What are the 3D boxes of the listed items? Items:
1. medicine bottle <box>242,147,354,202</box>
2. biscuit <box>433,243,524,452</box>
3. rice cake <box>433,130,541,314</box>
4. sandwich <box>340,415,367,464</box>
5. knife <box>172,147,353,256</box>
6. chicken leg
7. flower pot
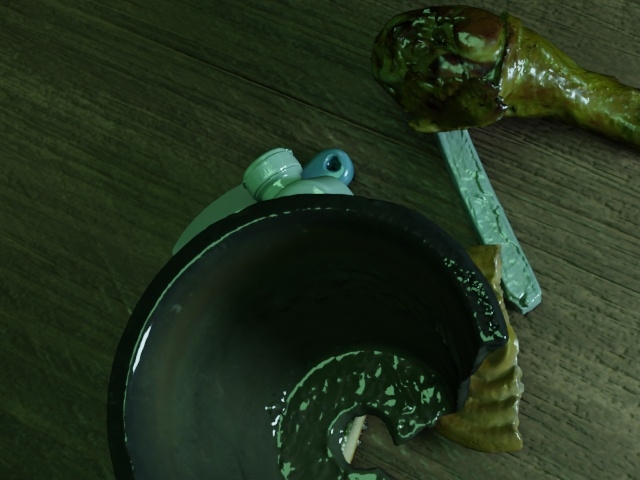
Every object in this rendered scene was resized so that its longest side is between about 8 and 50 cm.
[{"bbox_3d":[0.000,0.000,1.342,0.121,0.083,0.229,-47,70,33],"label":"medicine bottle"},{"bbox_3d":[0.148,0.118,1.295,0.145,0.033,0.224,-8,79,27],"label":"biscuit"},{"bbox_3d":[0.186,-0.030,1.343,0.042,0.045,0.245,-23,69,3],"label":"rice cake"},{"bbox_3d":[-0.038,0.207,1.326,0.163,0.058,0.193,14,79,19],"label":"sandwich"},{"bbox_3d":[-0.074,-0.047,1.429,0.244,0.032,0.058,-23,73,11],"label":"knife"},{"bbox_3d":[0.219,-0.171,1.292,0.361,0.211,0.140,20,117,22],"label":"chicken leg"},{"bbox_3d":[0.005,0.165,1.157,0.380,0.251,0.379,-6,70,15],"label":"flower pot"}]
